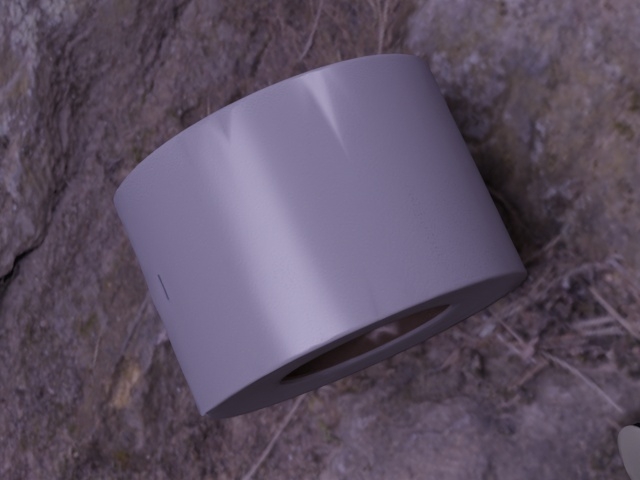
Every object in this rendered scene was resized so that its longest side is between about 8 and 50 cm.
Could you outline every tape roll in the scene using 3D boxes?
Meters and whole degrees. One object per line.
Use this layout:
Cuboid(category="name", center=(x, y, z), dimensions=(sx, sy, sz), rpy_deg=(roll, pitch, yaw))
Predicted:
Cuboid(category="tape roll", center=(0.000, 0.000, 1.028), dimensions=(0.246, 0.246, 0.169), rpy_deg=(-30, 77, 31))

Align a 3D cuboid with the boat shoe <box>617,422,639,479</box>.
Cuboid(category="boat shoe", center=(0.257, 0.172, 0.996), dimensions=(0.133, 0.042, 0.049), rpy_deg=(45, 141, 23))
